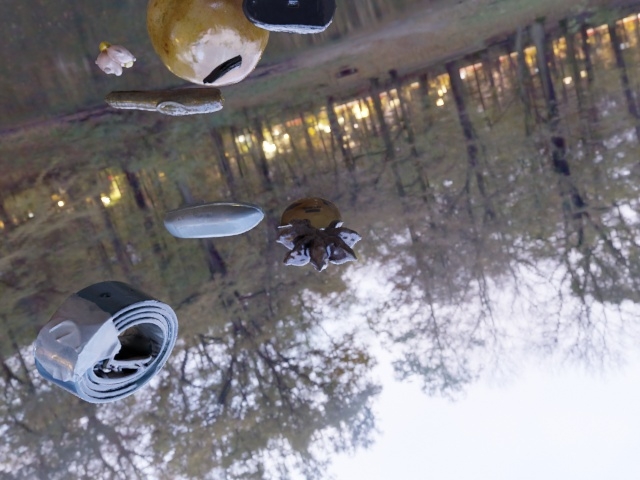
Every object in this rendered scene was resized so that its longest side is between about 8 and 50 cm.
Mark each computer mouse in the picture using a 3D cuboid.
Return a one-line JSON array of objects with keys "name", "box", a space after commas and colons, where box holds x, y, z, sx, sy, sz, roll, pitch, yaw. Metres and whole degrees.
[{"name": "computer mouse", "box": [-0.088, -0.669, 1.851, 0.269, 0.138, 0.086, 1, -177, 1]}]

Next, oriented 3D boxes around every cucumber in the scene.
[{"name": "cucumber", "box": [-0.252, -0.442, 1.659, 0.033, 0.034, 0.135, 14, -138, 37]}]

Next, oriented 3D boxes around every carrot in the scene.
[{"name": "carrot", "box": [-0.409, -0.355, 1.638, 0.342, 0.070, 0.070, 3, -164, 15]}]

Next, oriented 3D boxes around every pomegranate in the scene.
[{"name": "pomegranate", "box": [-0.363, -0.718, 2.102, 0.416, 0.417, 0.417, -16, -169, 3]}]

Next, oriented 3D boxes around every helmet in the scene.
[{"name": "helmet", "box": [-0.029, -0.087, 2.207, 0.224, 0.130, 0.198, 9, 179, -1]}]

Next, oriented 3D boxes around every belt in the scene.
[{"name": "belt", "box": [-0.568, 0.271, 1.748, 0.173, 0.300, 0.436, 21, -179, 15]}]

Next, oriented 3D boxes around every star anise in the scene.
[{"name": "star anise", "box": [-0.006, 0.010, 1.555, 0.212, 0.073, 0.197, 2, -142, 1]}]

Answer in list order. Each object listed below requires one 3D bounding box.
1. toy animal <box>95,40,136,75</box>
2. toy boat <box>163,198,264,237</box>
[{"name": "toy animal", "box": [-0.546, -0.474, 1.709, 0.114, 0.082, 0.091, 21, 169, 38]}, {"name": "toy boat", "box": [-0.223, -0.052, 1.368, 0.260, 0.078, 0.085, -4, -136, 35]}]
